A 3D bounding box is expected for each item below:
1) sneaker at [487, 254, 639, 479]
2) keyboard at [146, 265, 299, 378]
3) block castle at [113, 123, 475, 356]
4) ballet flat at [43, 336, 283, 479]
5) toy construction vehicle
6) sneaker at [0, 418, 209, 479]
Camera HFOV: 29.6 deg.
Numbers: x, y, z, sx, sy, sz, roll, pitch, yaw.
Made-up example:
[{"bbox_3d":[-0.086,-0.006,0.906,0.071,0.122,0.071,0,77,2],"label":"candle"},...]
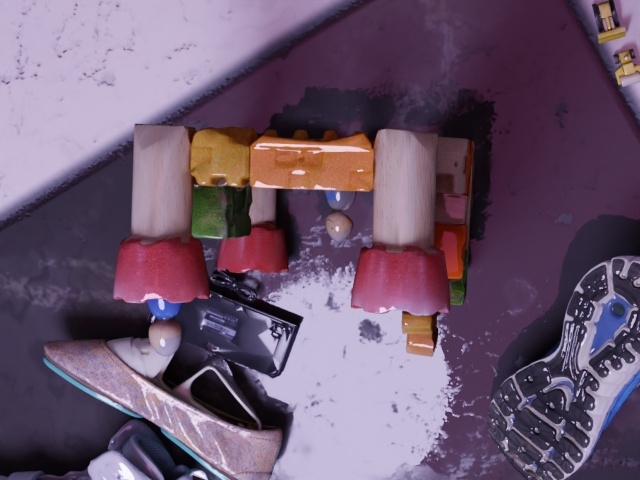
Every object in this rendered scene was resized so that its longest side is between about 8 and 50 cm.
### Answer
[{"bbox_3d":[0.310,0.147,1.346,0.130,0.147,0.330,49,128,26],"label":"sneaker"},{"bbox_3d":[-0.116,0.088,1.473,0.180,0.023,0.108,21,109,5],"label":"keyboard"},{"bbox_3d":[0.000,0.000,1.222,0.303,0.453,0.212,2,93,9],"label":"block castle"},{"bbox_3d":[-0.181,0.181,1.469,0.316,0.107,0.106,33,92,-4],"label":"ballet flat"},{"bbox_3d":[0.349,-0.222,1.328,0.086,0.035,0.098,-13,97,12],"label":"toy construction vehicle"},{"bbox_3d":[-0.316,0.309,1.491,0.366,0.137,0.210,23,102,1],"label":"sneaker"}]
